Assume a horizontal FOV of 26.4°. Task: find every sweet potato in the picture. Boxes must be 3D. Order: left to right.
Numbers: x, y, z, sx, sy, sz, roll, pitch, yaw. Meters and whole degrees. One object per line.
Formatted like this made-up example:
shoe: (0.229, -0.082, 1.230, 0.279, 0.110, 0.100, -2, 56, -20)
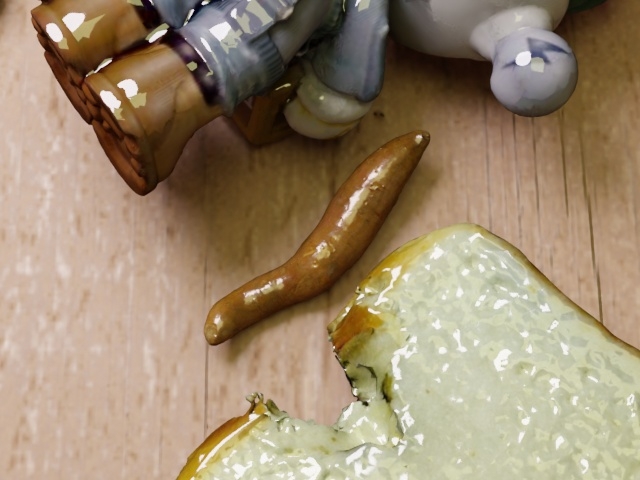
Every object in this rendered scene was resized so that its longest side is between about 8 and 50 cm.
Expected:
sweet potato: (0.003, 0.003, 0.800, 0.044, 0.044, 0.179, 43, 83, 13)

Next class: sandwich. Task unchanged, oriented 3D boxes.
sandwich: (0.068, 0.147, 0.722, 0.249, 0.095, 0.273, 41, 75, 13)

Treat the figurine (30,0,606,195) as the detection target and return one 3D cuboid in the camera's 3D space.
figurine: (0.033, -0.158, 0.783, 0.382, 0.186, 0.261, -33, 80, -15)
